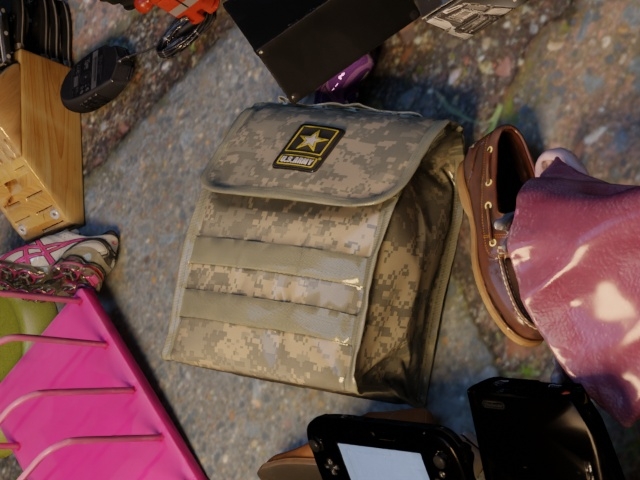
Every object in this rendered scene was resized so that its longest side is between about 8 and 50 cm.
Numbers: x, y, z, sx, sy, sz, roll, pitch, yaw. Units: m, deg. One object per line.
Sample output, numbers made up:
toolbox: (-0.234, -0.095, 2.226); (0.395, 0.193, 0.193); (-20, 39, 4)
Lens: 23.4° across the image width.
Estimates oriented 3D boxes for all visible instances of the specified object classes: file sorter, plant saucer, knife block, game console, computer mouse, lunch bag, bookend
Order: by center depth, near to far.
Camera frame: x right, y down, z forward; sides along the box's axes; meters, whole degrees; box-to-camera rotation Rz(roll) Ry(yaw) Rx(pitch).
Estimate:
game console: (0.119, 0.218, 1.301); (0.361, 0.044, 0.213); (-2, 104, 51)
lunch bag: (0.000, 0.000, 1.494); (0.235, 0.169, 0.287); (8, 82, 33)
bookend: (-0.003, -0.234, 1.570); (0.156, 0.072, 0.157); (-35, 30, 1)
file sorter: (-0.304, 0.220, 1.678); (0.202, 0.182, 0.291); (-48, 60, 22)
computer mouse: (-0.216, -0.215, 1.845); (0.242, 0.041, 0.071); (-23, 50, 30)
plant saucer: (-0.412, 0.151, 1.917); (0.241, 0.037, 0.241); (-13, 70, 38)
knife block: (-0.350, -0.169, 1.929); (0.088, 0.242, 0.276); (-20, 111, 38)

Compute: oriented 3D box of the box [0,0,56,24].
box: (-0.390, -0.311, 2.008); (0.083, 0.052, 0.062); (-36, 57, 29)

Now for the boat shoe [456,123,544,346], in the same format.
boat shoe: (0.176, -0.008, 1.401); (0.073, 0.073, 0.207); (-46, 51, 47)

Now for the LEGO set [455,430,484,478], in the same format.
LEGO set: (0.187, 0.205, 1.329); (0.227, 0.093, 0.087); (39, 105, 41)

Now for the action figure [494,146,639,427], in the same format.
action figure: (0.334, -0.008, 1.198); (0.370, 0.276, 0.248); (-30, 99, 28)

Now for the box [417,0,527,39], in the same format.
box: (0.178, -0.386, 1.505); (0.242, 0.076, 0.307); (-29, 60, 33)

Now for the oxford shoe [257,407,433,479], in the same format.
oxford shoe: (0.029, 0.208, 1.501); (0.212, 0.076, 0.076); (-17, 40, 38)

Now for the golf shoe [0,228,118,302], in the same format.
golf shoe: (-0.317, 0.027, 1.849); (0.186, 0.067, 0.086); (-1, 45, 33)

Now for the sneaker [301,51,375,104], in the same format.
sneaker: (0.016, -0.124, 1.603); (0.071, 0.068, 0.170); (39, 115, 25)

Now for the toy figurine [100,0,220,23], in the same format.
toy figurine: (-0.198, -0.368, 1.772); (0.213, 0.148, 0.209); (21, 86, 45)
